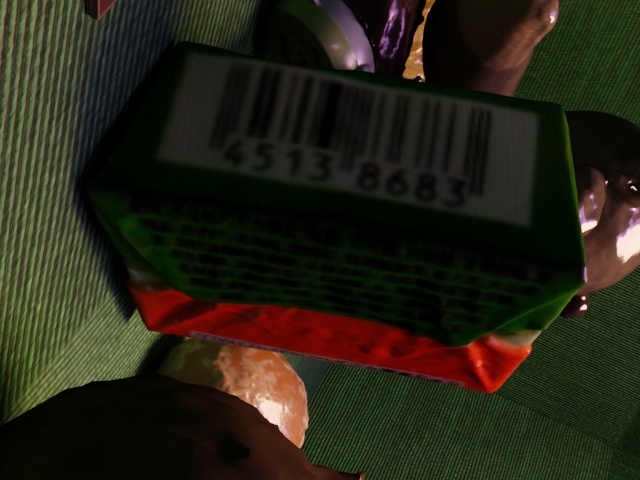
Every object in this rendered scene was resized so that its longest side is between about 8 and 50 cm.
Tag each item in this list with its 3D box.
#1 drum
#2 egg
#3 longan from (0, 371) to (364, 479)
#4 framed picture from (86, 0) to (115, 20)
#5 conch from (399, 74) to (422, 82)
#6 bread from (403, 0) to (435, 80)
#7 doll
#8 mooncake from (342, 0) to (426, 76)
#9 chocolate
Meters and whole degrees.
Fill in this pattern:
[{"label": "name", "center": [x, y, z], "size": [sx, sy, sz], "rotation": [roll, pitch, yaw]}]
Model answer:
[{"label": "drum", "center": [0.042, -0.159, 1.055], "size": [0.049, 0.253, 0.130], "rotation": [-37, 135, -20]}, {"label": "egg", "center": [-0.108, 0.199, 1.313], "size": [0.195, 0.195, 0.233], "rotation": [-61, 174, -31]}, {"label": "longan", "center": [-0.112, 0.288, 0.790], "size": [0.391, 0.391, 0.391], "rotation": [24, 90, -83]}, {"label": "framed picture", "center": [-0.088, -0.243, 0.697], "size": [0.136, 0.010, 0.201], "rotation": [106, 10, -53]}, {"label": "conch", "center": [0.094, -0.101, 1.635], "size": [0.186, 0.240, 0.313], "rotation": [-81, 177, -62]}, {"label": "bread", "center": [0.150, -0.358, 1.613], "size": [0.152, 0.130, 0.268], "rotation": [-53, 165, -43]}, {"label": "doll", "center": [0.212, -0.104, 1.219], "size": [0.252, 0.378, 0.382], "rotation": [-30, -176, -18]}, {"label": "mooncake", "center": [0.048, -0.241, 1.259], "size": [0.228, 0.124, 0.228], "rotation": [22, 90, -83]}, {"label": "chocolate", "center": [0.015, -0.006, 0.967], "size": [0.341, 0.360, 0.161], "rotation": [97, 4, -69]}]
